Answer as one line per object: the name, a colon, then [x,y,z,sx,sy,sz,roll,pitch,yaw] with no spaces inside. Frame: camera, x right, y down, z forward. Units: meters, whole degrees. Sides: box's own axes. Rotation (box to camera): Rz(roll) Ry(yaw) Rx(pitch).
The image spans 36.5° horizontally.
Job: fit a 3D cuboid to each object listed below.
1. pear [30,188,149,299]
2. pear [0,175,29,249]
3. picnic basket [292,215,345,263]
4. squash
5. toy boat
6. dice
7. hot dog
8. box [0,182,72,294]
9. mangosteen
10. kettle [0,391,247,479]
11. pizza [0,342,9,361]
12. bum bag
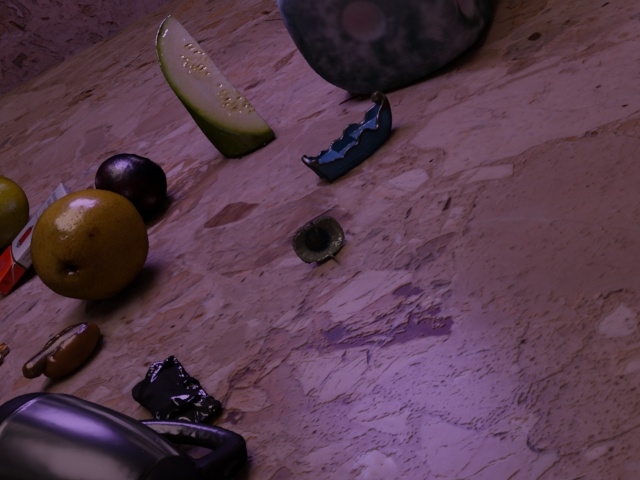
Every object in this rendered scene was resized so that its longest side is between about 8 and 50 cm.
pear: [-0.414,0.009,1.720,0.209,0.209,0.209,-25,28,14]
pear: [-0.773,-0.062,2.261,0.198,0.198,0.198,-25,28,14]
picnic basket: [0.000,0.000,1.473,0.083,0.065,0.083,-29,4,-14]
squash: [-0.238,-0.312,1.987,0.111,0.288,0.203,-38,27,-14]
toy boat: [0.052,-0.183,1.698,0.185,0.077,0.075,-36,26,-7]
dice: [0.127,-0.514,1.894,0.330,0.328,0.348,-13,33,33]
hot dog: [-0.429,0.184,1.614,0.140,0.060,0.090,-41,23,-9]
box: [-0.614,-0.007,2.077,0.245,0.035,0.139,-50,27,2]
mangosteen: [-0.388,-0.104,1.975,0.152,0.152,0.152,-25,28,14]
kettle: [-0.238,0.297,1.127,0.271,0.251,0.207,3,75,34]
pizza: [-0.593,0.215,1.783,0.037,0.016,0.083,-26,24,15]
bum bag: [-0.209,0.212,1.347,0.087,0.049,0.198,-35,26,-16]
